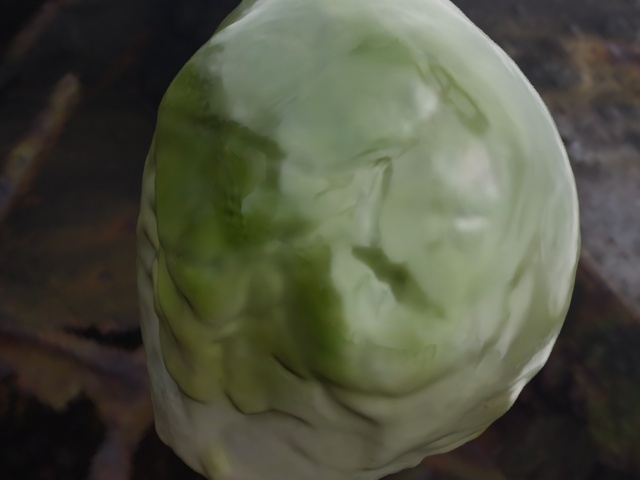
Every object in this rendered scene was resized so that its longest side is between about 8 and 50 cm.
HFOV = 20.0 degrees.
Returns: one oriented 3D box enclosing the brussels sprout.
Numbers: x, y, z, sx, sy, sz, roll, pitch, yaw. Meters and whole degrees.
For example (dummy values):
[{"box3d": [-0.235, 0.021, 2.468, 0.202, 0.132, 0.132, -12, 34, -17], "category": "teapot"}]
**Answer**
[{"box3d": [0.007, -0.006, 0.987, 0.242, 0.317, 0.273, 17, -13, -28], "category": "brussels sprout"}]
